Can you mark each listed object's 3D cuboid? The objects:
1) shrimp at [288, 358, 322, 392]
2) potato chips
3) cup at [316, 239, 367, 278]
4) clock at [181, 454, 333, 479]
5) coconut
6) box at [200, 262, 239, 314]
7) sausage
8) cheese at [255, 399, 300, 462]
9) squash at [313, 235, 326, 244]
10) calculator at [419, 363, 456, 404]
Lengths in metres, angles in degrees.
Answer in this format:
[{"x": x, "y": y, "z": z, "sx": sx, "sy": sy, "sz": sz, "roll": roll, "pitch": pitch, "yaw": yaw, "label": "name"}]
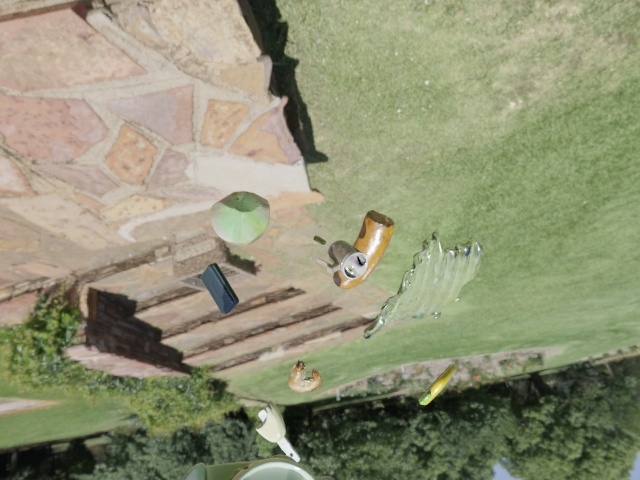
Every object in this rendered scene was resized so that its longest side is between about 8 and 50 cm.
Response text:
[{"x": -0.057, "y": 0.523, "z": 1.676, "sx": 0.133, "sy": 0.053, "sz": 0.236, "roll": 14, "pitch": 133, "yaw": 6, "label": "shrimp"}, {"x": 0.299, "y": 0.149, "z": 1.311, "sx": 0.373, "sy": 0.097, "sz": 0.389, "roll": -1, "pitch": 132, "yaw": -40, "label": "potato chips"}, {"x": 0.057, "y": 0.055, "z": 1.148, "sx": 0.102, "sy": 0.099, "sz": 0.074, "roll": -38, "pitch": 124, "yaw": -7, "label": "cup"}, {"x": -0.097, "y": 0.532, "z": 0.806, "sx": 0.324, "sy": 0.265, "sz": 0.108, "roll": 1, "pitch": 138, "yaw": -27, "label": "clock"}, {"x": -0.295, "y": -0.084, "z": 1.623, "sx": 0.236, "sy": 0.204, "sz": 0.236, "roll": 14, "pitch": 169, "yaw": 3, "label": "coconut"}, {"x": -0.482, "y": 0.231, "z": 2.097, "sx": 0.050, "sy": 0.230, "sz": 0.160, "roll": -26, "pitch": 168, "yaw": -40, "label": "box"}, {"x": 0.127, "y": 0.041, "z": 1.302, "sx": 0.109, "sy": 0.109, "sz": 0.270, "roll": 6, "pitch": 126, "yaw": -36, "label": "sausage"}, {"x": -0.156, "y": 0.733, "z": 1.652, "sx": 0.127, "sy": 0.235, "sz": 0.050, "roll": -47, "pitch": 166, "yaw": 17, "label": "cheese"}, {"x": 0.000, "y": 0.000, "z": 1.970, "sx": 0.028, "sy": 0.027, "sz": 0.083, "roll": 6, "pitch": -167, "yaw": -35, "label": "squash"}, {"x": 0.412, "y": 0.511, "z": 1.545, "sx": 0.235, "sy": 0.032, "sz": 0.146, "roll": -22, "pitch": 148, "yaw": -51, "label": "calculator"}]
